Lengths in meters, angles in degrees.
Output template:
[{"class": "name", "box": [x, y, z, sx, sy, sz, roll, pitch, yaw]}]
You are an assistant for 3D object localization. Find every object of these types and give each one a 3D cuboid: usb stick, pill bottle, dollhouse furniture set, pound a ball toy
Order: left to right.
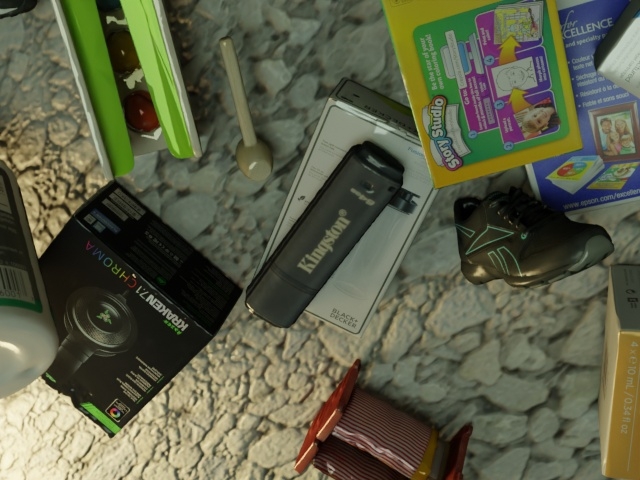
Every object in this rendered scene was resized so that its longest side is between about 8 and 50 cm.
[{"class": "pill bottle", "box": [-0.468, 0.011, 1.158, 0.204, 0.361, 0.204, -18, 148, -11]}, {"class": "pound a ball toy", "box": [-0.196, -0.215, 1.131, 0.208, 0.136, 0.319, -16, 113, -6]}, {"class": "usb stick", "box": [0.000, 0.000, 1.113, 0.077, 0.045, 0.278, 36, 119, -3]}, {"class": "dollhouse furniture set", "box": [0.059, 0.360, 1.193, 0.201, 0.374, 0.152, 29, 124, -3]}]

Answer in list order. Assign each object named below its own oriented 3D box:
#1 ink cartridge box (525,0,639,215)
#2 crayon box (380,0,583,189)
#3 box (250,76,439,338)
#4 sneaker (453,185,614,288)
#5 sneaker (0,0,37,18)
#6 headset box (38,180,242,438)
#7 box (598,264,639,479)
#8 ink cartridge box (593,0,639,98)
[{"class": "ink cartridge box", "box": [0.358, -0.196, 1.014, 0.303, 0.072, 0.307, -12, 110, 21]}, {"class": "crayon box", "box": [0.159, -0.203, 0.941, 0.165, 0.081, 0.278, -15, 121, 9]}, {"class": "box", "box": [0.042, -0.037, 1.161, 0.169, 0.087, 0.290, 24, 120, 2]}, {"class": "sneaker", "box": [0.227, -0.006, 1.057, 0.101, 0.267, 0.106, -22, 96, -22]}, {"class": "sneaker", "box": [-0.483, -0.347, 1.141, 0.271, 0.100, 0.108, 21, 114, 4]}, {"class": "headset box", "box": [-0.299, 0.105, 1.296, 0.246, 0.131, 0.283, 42, 119, -7]}, {"class": "box", "box": [0.518, 0.166, 1.090, 0.345, 0.168, 0.215, 2, 116, 13]}, {"class": "ink cartridge box", "box": [0.397, -0.188, 0.923, 0.191, 0.082, 0.139, 31, 120, -1]}]
